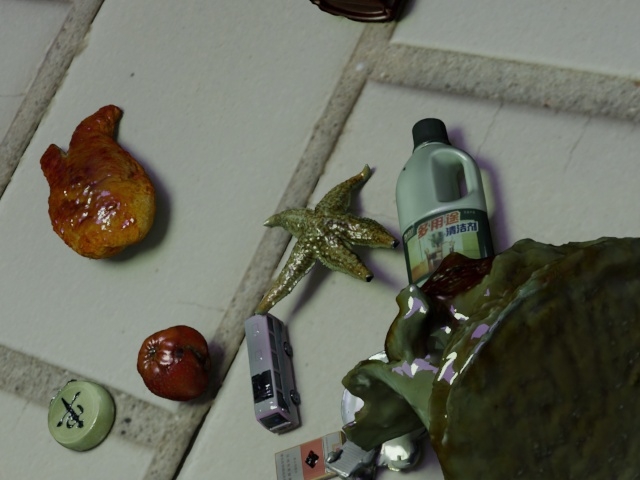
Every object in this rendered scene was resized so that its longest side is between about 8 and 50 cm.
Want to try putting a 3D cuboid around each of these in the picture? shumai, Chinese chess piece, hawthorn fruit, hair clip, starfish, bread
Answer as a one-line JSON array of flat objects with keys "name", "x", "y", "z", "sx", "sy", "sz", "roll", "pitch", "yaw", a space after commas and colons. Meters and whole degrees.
[{"name": "shumai", "x": 0.182, "y": 0.110, "z": 1.385, "sx": 0.330, "sy": 0.292, "sz": 0.288, "roll": -42, "pitch": 21, "yaw": -11}, {"name": "Chinese chess piece", "x": -0.283, "y": 0.206, "z": 1.745, "sx": 0.084, "sy": 0.034, "sz": 0.084, "roll": -14, "pitch": 60, "yaw": 27}, {"name": "hawthorn fruit", "x": -0.160, "y": 0.141, "z": 1.666, "sx": 0.093, "sy": 0.093, "sz": 0.093, "roll": -15, "pitch": 59, "yaw": 27}, {"name": "hair clip", "x": 0.068, "y": 0.172, "z": 1.523, "sx": 0.116, "sy": 0.049, "sz": 0.172, "roll": 21, "pitch": 77, "yaw": 34}, {"name": "starfish", "x": -0.001, "y": -0.001, "z": 1.638, "sx": 0.223, "sy": 0.050, "sz": 0.217, "roll": 16, "pitch": 70, "yaw": 54}, {"name": "bread", "x": -0.287, "y": -0.073, "z": 1.857, "sx": 0.139, "sy": 0.095, "sz": 0.269, "roll": -34, "pitch": 48, "yaw": 5}]

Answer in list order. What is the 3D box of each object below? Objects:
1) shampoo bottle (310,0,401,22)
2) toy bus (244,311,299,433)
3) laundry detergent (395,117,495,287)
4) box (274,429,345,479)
[{"name": "shampoo bottle", "x": 0.092, "y": -0.423, "z": 1.796, "sx": 0.129, "sy": 0.084, "sz": 0.323, "roll": 10, "pitch": 71, "yaw": 35}, {"name": "toy bus", "x": -0.054, "y": 0.143, "z": 1.615, "sx": 0.037, "sy": 0.052, "sz": 0.130, "roll": -22, "pitch": 55, "yaw": 21}, {"name": "laundry detergent", "x": 0.130, "y": -0.033, "z": 1.575, "sx": 0.099, "sy": 0.070, "sz": 0.225, "roll": -26, "pitch": 53, "yaw": 31}, {"name": "box", "x": -0.010, "y": 0.234, "z": 1.563, "sx": 0.083, "sy": 0.012, "sz": 0.046, "roll": -23, "pitch": 54, "yaw": 24}]
